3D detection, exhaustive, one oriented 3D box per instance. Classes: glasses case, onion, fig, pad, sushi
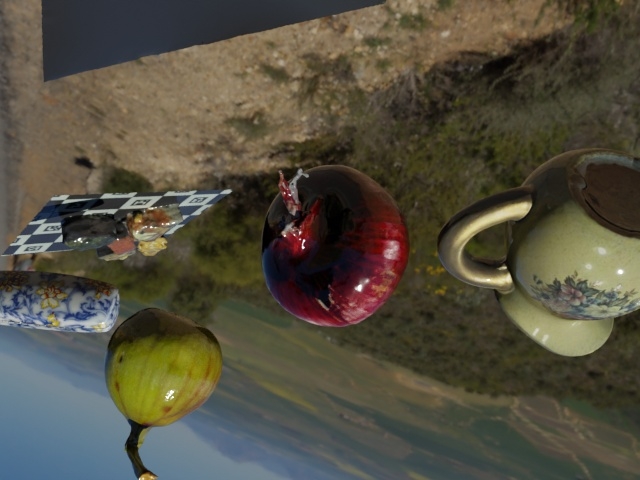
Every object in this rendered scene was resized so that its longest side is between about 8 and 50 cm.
[{"bbox_3d":[-0.450,0.097,1.195,0.248,0.087,0.065,6,153,2],"label":"glasses case"},{"bbox_3d":[0.000,0.000,1.191,0.273,0.273,0.285,10,171,37],"label":"onion"},{"bbox_3d":[-0.203,0.183,0.950,0.148,0.186,0.142,24,-171,27],"label":"fig"},{"bbox_3d":[-0.049,-0.235,0.618,0.007,0.367,0.247,66,156,9],"label":"pad"},{"bbox_3d":[-0.399,-0.006,1.464,0.359,0.064,0.343,-5,165,-40],"label":"sushi"}]

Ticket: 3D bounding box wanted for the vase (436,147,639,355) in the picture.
[{"bbox_3d":[0.333,0.017,1.095,0.329,0.241,0.302,9,144,-6],"label":"vase"}]
